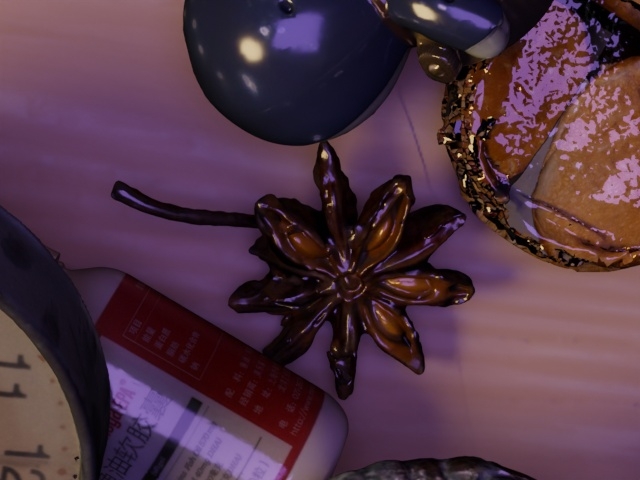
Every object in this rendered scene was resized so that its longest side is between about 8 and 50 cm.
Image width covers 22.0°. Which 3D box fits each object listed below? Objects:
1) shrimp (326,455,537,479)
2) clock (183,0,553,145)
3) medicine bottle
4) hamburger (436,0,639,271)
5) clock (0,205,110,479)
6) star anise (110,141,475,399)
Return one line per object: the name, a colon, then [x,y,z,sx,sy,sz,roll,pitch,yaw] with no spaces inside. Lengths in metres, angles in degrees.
shrimp: [-0.044,0.238,0.977,0.410,0.221,0.166,-34,81,-13]
clock: [0.025,-0.163,1.065,0.243,0.199,0.146,-31,127,11]
medicine bottle: [-0.114,0.105,1.087,0.250,0.131,0.131,31,90,-5]
hamburger: [0.197,-0.087,1.116,0.231,0.107,0.231,-1,96,-6]
clock: [-0.315,0.117,0.963,0.386,0.076,0.386,-3,122,-4]
star anise: [-0.001,-0.001,1.112,0.177,0.073,0.234,-37,113,7]
